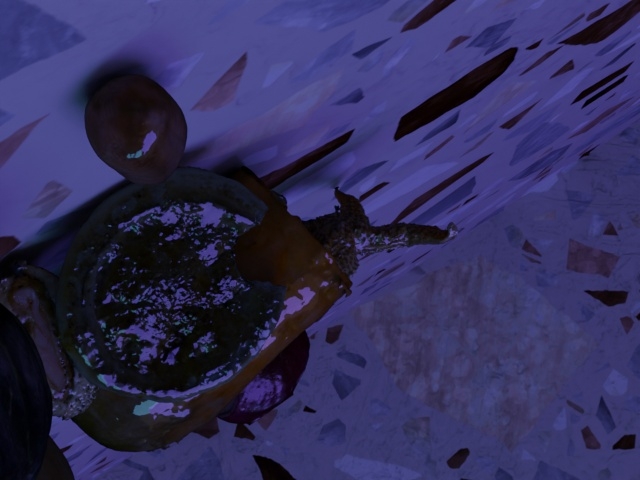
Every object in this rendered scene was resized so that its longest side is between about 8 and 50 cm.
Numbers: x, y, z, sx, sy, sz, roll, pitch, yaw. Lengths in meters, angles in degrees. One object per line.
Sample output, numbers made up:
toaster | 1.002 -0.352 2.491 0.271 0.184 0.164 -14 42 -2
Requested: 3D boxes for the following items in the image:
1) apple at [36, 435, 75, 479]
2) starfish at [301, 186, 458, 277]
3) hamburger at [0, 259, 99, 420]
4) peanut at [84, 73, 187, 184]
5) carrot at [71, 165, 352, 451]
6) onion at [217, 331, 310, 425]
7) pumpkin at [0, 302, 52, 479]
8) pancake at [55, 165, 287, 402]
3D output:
apple | -0.465 0.344 1.596 0.257 0.234 0.257 -33 173 -4
starfish | -0.019 0.008 1.571 0.293 0.084 0.301 -27 -150 -22
hamburger | -0.288 0.089 1.216 0.087 0.176 0.102 -32 -156 -20
peanut | -0.143 -0.085 0.945 0.076 0.076 0.152 -32 172 -3
carrot | -0.151 0.082 1.357 0.341 0.224 0.224 -41 171 0
onion | -0.116 0.195 2.062 0.207 0.206 0.216 -27 170 -30
pumpkin | -0.369 0.163 0.952 0.323 0.241 0.323 -33 173 -4
pancake | -0.150 0.052 1.199 0.253 0.253 0.037 -30 -155 -16
